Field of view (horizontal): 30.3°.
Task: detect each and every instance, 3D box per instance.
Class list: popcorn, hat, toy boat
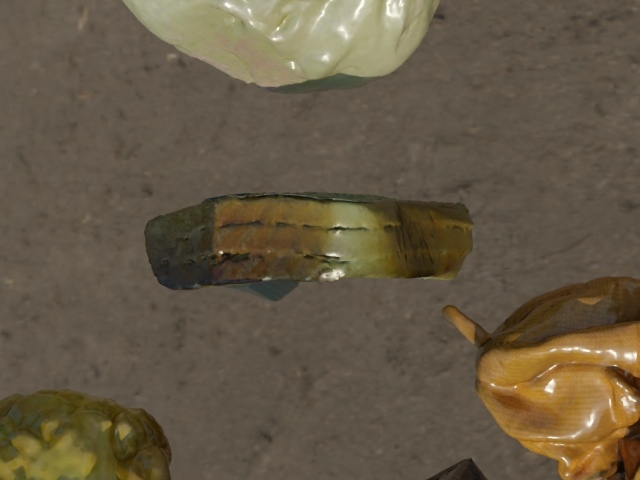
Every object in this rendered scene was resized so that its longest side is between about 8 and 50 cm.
[{"bbox_3d":[-0.185,0.193,0.864,0.180,0.170,0.180,-38,29,25],"label":"popcorn"},{"bbox_3d":[0.227,0.112,1.151,0.233,0.244,0.233,24,105,13],"label":"hat"},{"bbox_3d":[-0.077,0.016,1.387,0.093,0.246,0.103,-7,75,16],"label":"toy boat"}]

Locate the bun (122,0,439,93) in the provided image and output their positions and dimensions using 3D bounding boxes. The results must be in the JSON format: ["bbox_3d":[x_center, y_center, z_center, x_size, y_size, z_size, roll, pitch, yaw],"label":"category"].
[{"bbox_3d":[-0.017,-0.298,1.040,0.213,0.361,0.361,36,117,57],"label":"bun"}]

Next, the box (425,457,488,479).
[{"bbox_3d":[0.134,0.412,1.157,0.116,0.415,0.264,-39,87,24],"label":"box"}]

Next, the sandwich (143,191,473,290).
[{"bbox_3d":[0.000,-0.001,1.093,0.226,0.251,0.087,0,91,32],"label":"sandwich"}]
